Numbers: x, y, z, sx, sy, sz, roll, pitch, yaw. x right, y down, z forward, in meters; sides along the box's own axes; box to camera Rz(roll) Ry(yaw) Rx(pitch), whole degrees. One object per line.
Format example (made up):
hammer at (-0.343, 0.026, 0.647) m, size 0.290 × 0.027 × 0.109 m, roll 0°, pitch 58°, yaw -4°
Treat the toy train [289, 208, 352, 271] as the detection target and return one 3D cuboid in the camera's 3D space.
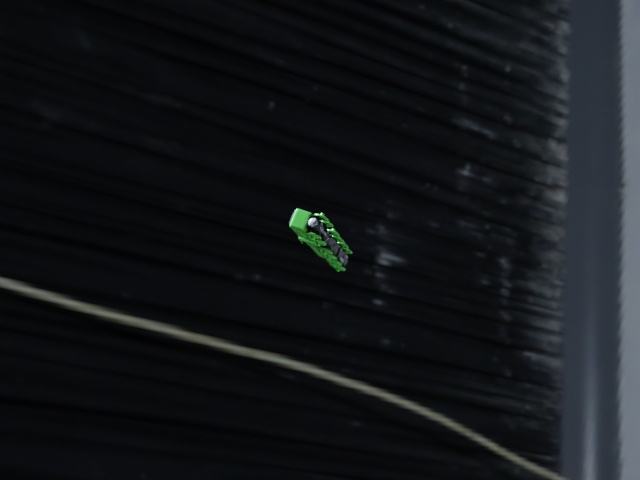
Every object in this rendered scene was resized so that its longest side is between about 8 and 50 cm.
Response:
toy train at (0.000, 0.000, 0.806) m, size 0.024 × 0.083 × 0.017 m, roll 18°, pitch 78°, yaw 18°
